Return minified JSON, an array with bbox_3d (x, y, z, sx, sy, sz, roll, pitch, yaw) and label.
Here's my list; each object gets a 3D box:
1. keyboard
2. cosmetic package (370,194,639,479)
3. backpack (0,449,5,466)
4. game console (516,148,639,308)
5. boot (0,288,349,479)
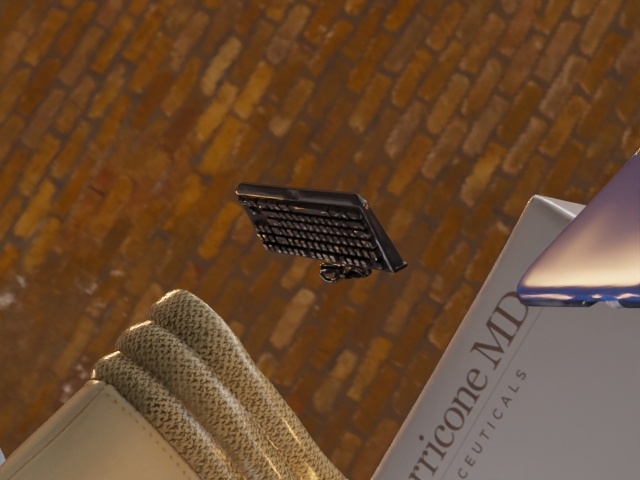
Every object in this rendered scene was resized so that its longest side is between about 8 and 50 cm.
[{"bbox_3d":[0.000,0.000,1.011,0.023,0.108,0.180,-46,-150,-23],"label":"keyboard"},{"bbox_3d":[0.318,0.208,0.990,0.394,0.327,0.329,37,-72,32],"label":"cosmetic package"},{"bbox_3d":[-0.393,0.181,0.907,0.290,0.355,0.273,-21,-147,7],"label":"backpack"},{"bbox_3d":[0.277,-0.028,0.551,0.250,0.173,0.293,40,-103,22],"label":"game console"},{"bbox_3d":[-0.065,0.163,0.421,0.095,0.262,0.203,20,-126,42],"label":"boot"}]
